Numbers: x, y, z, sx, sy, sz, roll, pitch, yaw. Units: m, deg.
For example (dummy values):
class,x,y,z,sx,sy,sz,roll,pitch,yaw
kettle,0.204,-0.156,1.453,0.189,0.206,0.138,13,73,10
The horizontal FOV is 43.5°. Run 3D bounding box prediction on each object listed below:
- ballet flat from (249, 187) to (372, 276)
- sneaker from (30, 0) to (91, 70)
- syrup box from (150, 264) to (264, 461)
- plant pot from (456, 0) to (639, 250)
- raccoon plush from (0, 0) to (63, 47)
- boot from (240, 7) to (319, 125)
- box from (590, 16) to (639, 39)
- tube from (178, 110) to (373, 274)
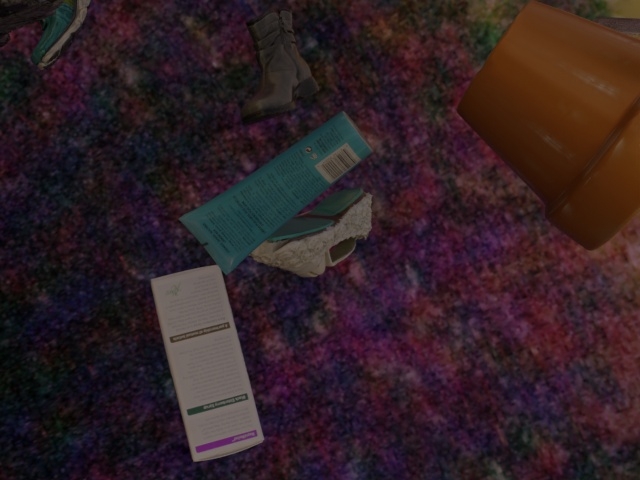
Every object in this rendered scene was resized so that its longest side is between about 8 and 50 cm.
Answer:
class,x,y,z,sx,sy,sz,roll,pitch,yaw
ballet flat,0.000,0.000,1.627,0.409,0.147,0.147,-29,91,-54
sneaker,-0.493,-0.436,1.490,0.110,0.107,0.275,23,61,-28
syrup box,-0.148,0.161,1.046,0.093,0.096,0.236,118,-42,-75
plant pot,0.244,-0.126,0.773,0.188,0.205,0.205,36,26,7
raccoon plush,-0.544,-0.432,1.122,0.216,0.446,0.299,-23,102,-42
boot,-0.091,-0.292,1.328,0.161,0.083,0.246,68,27,-17
box,0.408,-0.164,0.936,0.183,0.056,0.231,62,-13,-27
tube,-0.043,-0.052,0.830,0.080,0.207,0.052,52,10,-12
